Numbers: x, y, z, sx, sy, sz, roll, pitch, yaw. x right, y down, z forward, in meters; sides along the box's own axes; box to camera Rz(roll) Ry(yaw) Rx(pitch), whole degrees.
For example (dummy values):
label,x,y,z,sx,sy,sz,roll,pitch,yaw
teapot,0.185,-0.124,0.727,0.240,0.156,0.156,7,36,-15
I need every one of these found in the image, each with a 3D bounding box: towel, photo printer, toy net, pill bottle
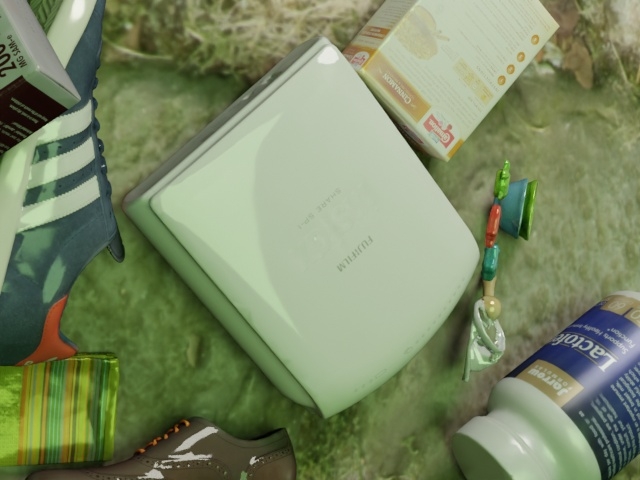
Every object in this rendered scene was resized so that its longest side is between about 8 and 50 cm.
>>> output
label,x,y,z,sx,sy,sz,roll,pitch,yaw
towel,-0.298,0.154,0.873,0.237,0.021,0.102,1,92,-25
photo printer,0.000,0.000,0.953,0.256,0.107,0.307,-43,109,-17
toy net,0.190,0.038,1.040,0.045,0.122,0.232,10,81,11
pill bottle,0.279,0.184,1.069,0.265,0.153,0.153,-34,106,-20

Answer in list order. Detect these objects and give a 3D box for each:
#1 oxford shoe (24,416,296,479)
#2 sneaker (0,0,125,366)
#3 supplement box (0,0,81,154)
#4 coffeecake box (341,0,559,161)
label,x,y,z,sx,sy,sz,roll,pitch,yaw
oxford shoe,-0.147,0.215,0.919,0.271,0.097,0.098,8,73,-31
sneaker,-0.226,-0.060,0.848,0.148,0.131,0.349,22,82,-41
supplement box,-0.319,-0.100,0.743,0.239,0.073,0.130,-33,74,5
coffeecake box,0.128,-0.198,0.998,0.142,0.068,0.185,42,86,-29
